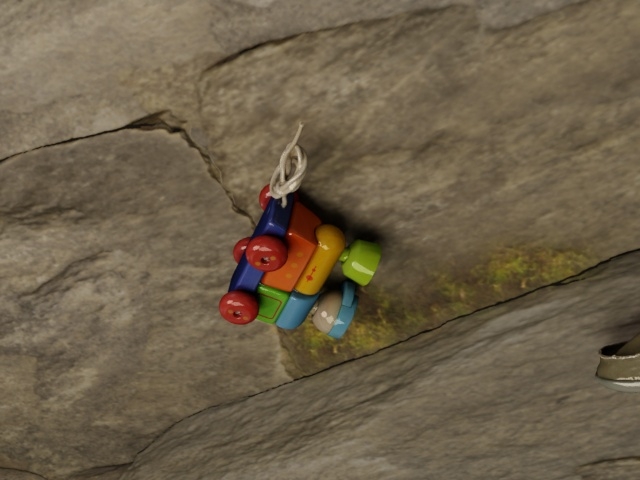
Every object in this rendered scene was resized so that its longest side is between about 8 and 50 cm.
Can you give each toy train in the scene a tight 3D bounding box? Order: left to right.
[{"bbox_3d":[0.000,0.000,1.044,0.143,0.105,0.248,21,131,-10],"label":"toy train"}]

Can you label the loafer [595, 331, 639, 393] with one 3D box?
[{"bbox_3d":[0.374,0.071,0.980,0.251,0.094,0.087,-26,90,24],"label":"loafer"}]
